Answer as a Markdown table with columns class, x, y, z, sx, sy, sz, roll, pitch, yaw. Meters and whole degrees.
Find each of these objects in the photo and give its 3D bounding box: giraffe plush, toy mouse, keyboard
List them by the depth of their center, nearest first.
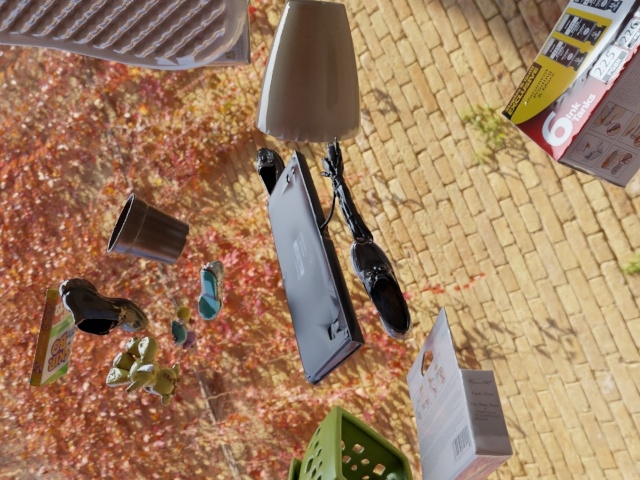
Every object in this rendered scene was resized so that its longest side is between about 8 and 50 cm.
| class | x | y | z | sx | sy | sz | roll | pitch | yaw |
| --- | --- | --- | --- | --- | --- | --- | --- | --- | --- |
| keyboard | 0.000 | 0.000 | 0.617 | 0.033 | 0.201 | 0.317 | 8 | -133 | -30 |
| toy mouse | -0.352 | 0.245 | 1.243 | 0.161 | 0.031 | 0.143 | 75 | -173 | -51 |
| giraffe plush | -0.516 | 0.411 | 1.466 | 0.181 | 0.210 | 0.170 | -58 | -47 | -21 |

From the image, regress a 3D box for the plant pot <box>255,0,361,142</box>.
| class | x | y | z | sx | sy | sz | roll | pitch | yaw |
| --- | --- | --- | --- | --- | --- | --- | --- | --- | --- |
| plant pot | -0.022 | -0.395 | 1.090 | 0.256 | 0.257 | 0.273 | -57 | -26 | -57 |

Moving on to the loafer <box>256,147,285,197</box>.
| class | x | y | z | sx | sy | sz | roll | pitch | yaw |
| --- | --- | --- | --- | --- | --- | --- | --- | --- | --- |
| loafer | -0.175 | -0.240 | 1.698 | 0.084 | 0.096 | 0.267 | 23 | -143 | -53 |

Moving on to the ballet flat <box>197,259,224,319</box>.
| class | x | y | z | sx | sy | sz | roll | pitch | yaw |
| --- | --- | --- | --- | --- | --- | --- | --- | --- | --- |
| ballet flat | -0.335 | 0.156 | 1.508 | 0.091 | 0.240 | 0.077 | 25 | -139 | 7 |

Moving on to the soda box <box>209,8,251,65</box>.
| class | x | y | z | sx | sy | sz | roll | pitch | yaw |
| --- | --- | --- | --- | --- | --- | --- | --- | --- | --- |
| soda box | -0.121 | -0.311 | 0.536 | 0.069 | 0.074 | 0.216 | -105 | 13 | -71 |

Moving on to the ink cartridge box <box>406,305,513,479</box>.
| class | x | y | z | sx | sy | sz | roll | pitch | yaw |
| --- | --- | --- | --- | --- | --- | --- | --- | --- | --- |
| ink cartridge box | 0.240 | 0.311 | 0.885 | 0.296 | 0.066 | 0.261 | 98 | 174 | -48 |

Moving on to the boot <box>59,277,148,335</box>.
| class | x | y | z | sx | sy | sz | roll | pitch | yaw |
| --- | --- | --- | --- | --- | --- | --- | --- | --- | --- |
| boot | -0.433 | 0.168 | 0.980 | 0.106 | 0.082 | 0.219 | 50 | -177 | 41 |

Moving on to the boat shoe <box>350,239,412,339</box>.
| class | x | y | z | sx | sy | sz | roll | pitch | yaw |
| --- | --- | --- | --- | --- | --- | --- | --- | --- | --- |
| boat shoe | 0.123 | 0.091 | 0.967 | 0.076 | 0.080 | 0.228 | 76 | 175 | -73 |

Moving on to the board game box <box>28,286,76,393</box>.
| class | x | y | z | sx | sy | sz | roll | pitch | yaw |
| --- | --- | --- | --- | --- | --- | --- | --- | --- | --- |
| board game box | -0.663 | 0.246 | 1.198 | 0.124 | 0.039 | 0.259 | 21 | -98 | -89 |

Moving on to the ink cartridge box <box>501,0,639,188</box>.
| class | x | y | z | sx | sy | sz | roll | pitch | yaw |
| --- | --- | --- | --- | --- | --- | --- | --- | --- | --- |
| ink cartridge box | 0.423 | -0.282 | 0.697 | 0.130 | 0.309 | 0.271 | 16 | -149 | -15 |

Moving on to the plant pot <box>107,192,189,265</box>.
| class | x | y | z | sx | sy | sz | roll | pitch | yaw |
| --- | --- | --- | --- | --- | --- | --- | --- | --- | --- |
| plant pot | -0.449 | -0.018 | 1.263 | 0.165 | 0.167 | 0.166 | 24 | -134 | -27 |

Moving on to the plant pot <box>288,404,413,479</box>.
| class | x | y | z | sx | sy | sz | roll | pitch | yaw |
| --- | --- | --- | --- | --- | --- | --- | --- | --- | --- |
| plant pot | 0.052 | 0.536 | 1.003 | 0.227 | 0.207 | 0.228 | 40 | -167 | -9 |

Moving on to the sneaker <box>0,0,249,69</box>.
| class | x | y | z | sx | sy | sz | roll | pitch | yaw |
| --- | --- | --- | --- | --- | --- | --- | --- | --- | --- |
| sneaker | -0.232 | -0.234 | 0.374 | 0.366 | 0.135 | 0.150 | 16 | -140 | -9 |
